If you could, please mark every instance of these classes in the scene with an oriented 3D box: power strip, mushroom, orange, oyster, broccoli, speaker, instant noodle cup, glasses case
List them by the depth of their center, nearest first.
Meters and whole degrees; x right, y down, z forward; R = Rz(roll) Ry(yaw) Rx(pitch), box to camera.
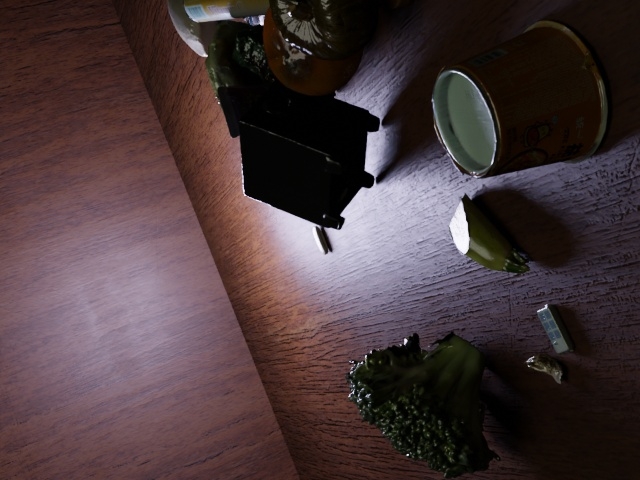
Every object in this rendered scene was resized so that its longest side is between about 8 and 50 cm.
[{"bbox_3d":[0.275,-0.190,1.232,0.215,0.172,0.215,54,155,39],"label":"instant noodle cup"},{"bbox_3d":[0.403,0.152,1.464,0.090,0.016,0.040,66,159,10],"label":"power strip"},{"bbox_3d":[0.399,0.223,1.524,0.093,0.034,0.051,26,150,46],"label":"oyster"},{"bbox_3d":[-0.021,-0.403,1.738,0.224,0.170,0.224,20,134,23],"label":"orange"},{"bbox_3d":[0.219,0.342,1.755,0.334,0.272,0.323,39,151,36],"label":"broccoli"},{"bbox_3d":[-0.024,-0.187,1.852,0.254,0.184,0.232,22,141,18],"label":"speaker"},{"bbox_3d":[0.000,0.000,2.337,0.083,0.021,0.032,68,159,4],"label":"glasses case"},{"bbox_3d":[-0.389,-0.684,2.530,0.128,0.128,0.350,101,146,-55],"label":"mushroom"}]

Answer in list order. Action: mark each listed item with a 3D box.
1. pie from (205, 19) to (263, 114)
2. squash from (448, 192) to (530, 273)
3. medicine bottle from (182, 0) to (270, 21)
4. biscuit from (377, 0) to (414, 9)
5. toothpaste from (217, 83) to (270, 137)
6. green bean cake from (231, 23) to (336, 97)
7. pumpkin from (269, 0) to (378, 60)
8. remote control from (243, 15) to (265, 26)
[{"bbox_3d":[-0.161,-0.385,2.033,0.071,0.306,0.306,-17,94,35],"label":"pie"},{"bbox_3d":[0.291,0.003,1.522,0.200,0.075,0.090,50,126,39],"label":"squash"},{"bbox_3d":[-0.179,-0.566,1.979,0.426,0.108,0.108,15,124,51],"label":"medicine bottle"},{"bbox_3d":[0.082,-0.570,1.509,0.350,0.070,0.394,62,159,3],"label":"biscuit"},{"bbox_3d":[-0.119,-0.313,1.952,0.073,0.299,0.113,-9,100,38],"label":"toothpaste"},{"bbox_3d":[-0.072,-0.391,1.904,0.208,0.194,0.107,61,153,17],"label":"green bean cake"},{"bbox_3d":[0.001,-0.423,1.524,0.219,0.162,0.218,26,135,29],"label":"pumpkin"},{"bbox_3d":[-0.148,-0.654,2.023,0.144,0.062,0.398,60,159,22],"label":"remote control"}]
